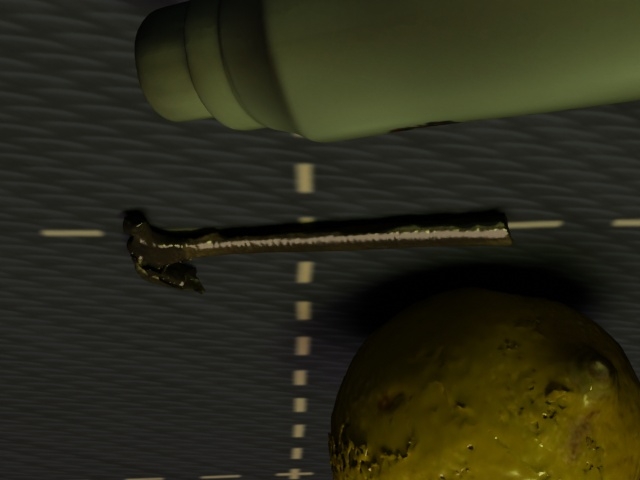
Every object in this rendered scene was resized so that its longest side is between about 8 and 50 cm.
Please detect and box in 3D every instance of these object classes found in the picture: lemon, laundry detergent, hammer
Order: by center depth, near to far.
[{"bbox_3d":[0.093,-0.121,0.772,0.397,0.125,0.264,-8,-170,31],"label":"laundry detergent"},{"bbox_3d":[0.000,0.001,1.201,0.297,0.027,0.125,-5,155,4],"label":"hammer"},{"bbox_3d":[0.141,0.163,1.309,0.258,0.258,0.310,10,156,-25],"label":"lemon"}]
